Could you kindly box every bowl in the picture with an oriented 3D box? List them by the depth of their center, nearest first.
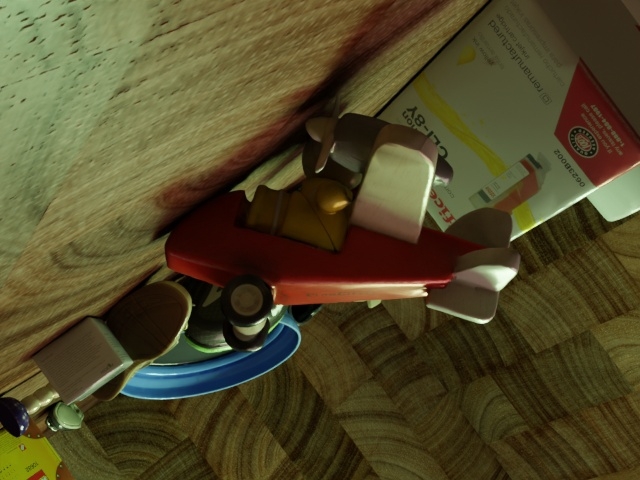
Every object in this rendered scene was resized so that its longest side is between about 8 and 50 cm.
[{"bbox_3d":[-0.236,0.215,1.712,0.391,0.077,0.391,-14,154,-7],"label":"bowl"}]

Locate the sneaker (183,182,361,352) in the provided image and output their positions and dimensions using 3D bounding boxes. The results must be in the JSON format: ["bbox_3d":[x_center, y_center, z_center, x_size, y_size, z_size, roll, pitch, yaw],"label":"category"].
[{"bbox_3d":[-0.059,0.004,1.472,0.483,0.185,0.202,-39,160,-12],"label":"sneaker"}]

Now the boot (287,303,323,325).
[{"bbox_3d":[-0.086,0.153,1.999,0.222,0.118,0.338,-20,-164,20],"label":"boot"}]

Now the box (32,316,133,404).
[{"bbox_3d":[-0.344,0.174,1.221,0.102,0.087,0.101,-35,177,-7],"label":"box"}]

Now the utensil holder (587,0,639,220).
[{"bbox_3d":[0.542,-0.277,1.538,0.327,0.385,0.327,-37,177,-2],"label":"utensil holder"}]

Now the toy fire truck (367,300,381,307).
[{"bbox_3d":[0.042,0.064,2.107,0.217,0.246,0.158,-35,155,-30],"label":"toy fire truck"}]

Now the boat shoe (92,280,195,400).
[{"bbox_3d":[-0.284,0.146,1.319,0.285,0.104,0.089,-41,180,33],"label":"boat shoe"}]

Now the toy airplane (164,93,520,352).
[{"bbox_3d":[0.054,-0.020,1.037,0.386,0.272,0.384,-22,154,35],"label":"toy airplane"}]

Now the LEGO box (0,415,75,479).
[{"bbox_3d":[-0.804,0.607,1.691,0.372,0.193,0.500,-38,177,23],"label":"LEGO box"}]

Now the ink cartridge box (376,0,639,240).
[{"bbox_3d":[0.281,-0.169,1.193,0.160,0.279,0.384,-34,176,-34],"label":"ink cartridge box"}]

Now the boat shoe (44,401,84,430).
[{"bbox_3d":[-0.661,0.460,2.137,0.079,0.084,0.233,-36,180,-11],"label":"boat shoe"}]

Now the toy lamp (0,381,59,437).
[{"bbox_3d":[-0.411,0.229,1.418,0.274,0.080,0.080,-35,177,-41],"label":"toy lamp"}]
